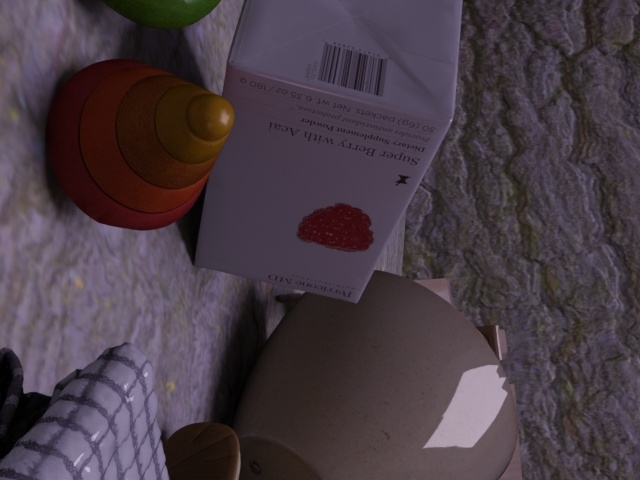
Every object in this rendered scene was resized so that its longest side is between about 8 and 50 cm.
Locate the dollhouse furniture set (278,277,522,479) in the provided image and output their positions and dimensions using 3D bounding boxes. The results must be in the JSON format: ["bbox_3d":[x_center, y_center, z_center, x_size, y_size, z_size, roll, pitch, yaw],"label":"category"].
[{"bbox_3d":[0.087,0.235,1.146,0.173,0.303,0.356,0,83,-47],"label":"dollhouse furniture set"}]

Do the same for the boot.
[{"bbox_3d":[-0.112,0.320,0.737,0.262,0.095,0.203,-82,170,-51],"label":"boot"}]

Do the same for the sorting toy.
[{"bbox_3d":[-0.086,-0.192,0.556,0.127,0.126,0.366,9,82,-37],"label":"sorting toy"}]

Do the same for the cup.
[{"bbox_3d":[0.028,0.231,0.990,0.237,0.331,0.331,-35,131,-46],"label":"cup"}]

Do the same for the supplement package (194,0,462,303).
[{"bbox_3d":[-0.002,-0.098,0.782,0.293,0.177,0.175,111,-10,-56],"label":"supplement package"}]

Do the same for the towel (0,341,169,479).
[{"bbox_3d":[-0.160,0.216,0.396,0.235,0.121,0.284,-68,159,-57],"label":"towel"}]
